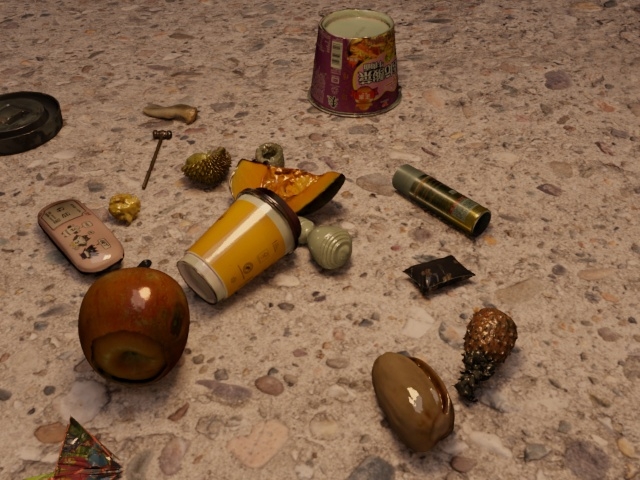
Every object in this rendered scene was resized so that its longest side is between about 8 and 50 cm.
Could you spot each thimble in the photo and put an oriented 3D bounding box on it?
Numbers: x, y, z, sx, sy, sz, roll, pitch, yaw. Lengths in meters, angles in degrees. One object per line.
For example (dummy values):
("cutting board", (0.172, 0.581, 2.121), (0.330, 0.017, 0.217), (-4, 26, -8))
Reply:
("thimble", (-0.150, -0.237, 1.811), (0.084, 0.062, 0.110), (3, 41, 9))

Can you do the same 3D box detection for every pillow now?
("pillow", (0.279, 0.078, 1.454), (0.150, 0.048, 0.090), (-15, 51, -22))

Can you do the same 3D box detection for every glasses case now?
("glasses case", (-0.607, -0.013, 1.553), (0.122, 0.075, 0.314), (-28, 48, -31))

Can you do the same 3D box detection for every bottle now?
("bottle", (0.317, -0.112, 1.645), (0.082, 0.082, 0.286), (-30, 49, -29))

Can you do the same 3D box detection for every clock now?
("clock", (-1.000, -0.382, 1.992), (0.319, 0.066, 0.319), (0, 42, 0))

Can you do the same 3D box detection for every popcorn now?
("popcorn", (-0.525, -0.086, 1.647), (0.084, 0.084, 0.084), (-1, 41, 0))

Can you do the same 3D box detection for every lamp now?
("lamp", (0.000, 0.000, 1.518), (0.106, 0.106, 0.193), (-29, 38, -28))

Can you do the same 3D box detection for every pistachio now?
("pistachio", (0.171, 0.297, 1.161), (0.129, 0.131, 0.206), (30, 17, -37))

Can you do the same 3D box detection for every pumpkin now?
("pumpkin", (-0.082, -0.107, 1.642), (0.312, 0.148, 0.169), (10, 78, 26))

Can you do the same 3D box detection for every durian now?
("durian", (-0.323, -0.214, 1.777), (0.146, 0.102, 0.208), (-18, 16, 6))

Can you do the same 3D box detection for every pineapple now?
("pineapple", (0.323, 0.232, 1.246), (0.108, 0.108, 0.197), (22, 59, 24))

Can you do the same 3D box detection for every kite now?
("kite", (-0.444, 0.414, 1.110), (0.183, 0.014, 0.241), (-9, 42, -5))

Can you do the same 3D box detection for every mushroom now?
("mushroom", (-0.500, -0.426, 2.051), (0.202, 0.054, 0.059), (8, 36, 18))

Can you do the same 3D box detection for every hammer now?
("hammer", (-0.505, -0.247, 1.861), (0.058, 0.029, 0.292), (-1, 43, 2))

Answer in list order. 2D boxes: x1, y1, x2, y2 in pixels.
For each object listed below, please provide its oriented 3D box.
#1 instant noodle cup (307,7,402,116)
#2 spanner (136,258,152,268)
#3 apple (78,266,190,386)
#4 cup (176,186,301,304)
("instant noodle cup", (0.119, -0.614, 2.087), (0.340, 0.266, 0.340), (-1, 40, 1))
("spanner", (-0.468, 0.110, 1.458), (0.046, 0.012, 0.208), (15, 43, 18))
("apple", (-0.362, 0.173, 1.220), (0.237, 0.237, 0.207), (-7, 60, -7))
("cup", (-0.190, 0.012, 1.445), (0.196, 0.196, 0.280), (30, 58, 30))
